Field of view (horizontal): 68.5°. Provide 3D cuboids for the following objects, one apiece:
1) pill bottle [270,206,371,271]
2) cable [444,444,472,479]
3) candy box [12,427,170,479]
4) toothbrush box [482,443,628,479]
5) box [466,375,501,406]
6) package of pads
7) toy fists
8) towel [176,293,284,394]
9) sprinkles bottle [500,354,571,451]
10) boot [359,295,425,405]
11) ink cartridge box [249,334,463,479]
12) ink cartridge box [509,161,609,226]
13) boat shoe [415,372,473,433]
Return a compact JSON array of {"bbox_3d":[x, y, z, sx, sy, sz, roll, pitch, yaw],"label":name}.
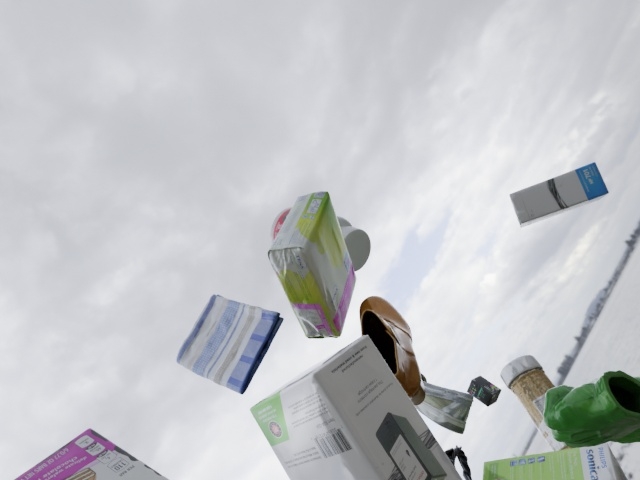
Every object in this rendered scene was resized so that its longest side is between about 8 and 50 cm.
[{"bbox_3d":[0.000,0.000,1.474,0.176,0.319,0.176,-12,-71,-40],"label":"pill bottle"},{"bbox_3d":[0.472,0.768,1.572,0.047,0.150,0.184,-34,-29,21],"label":"cable"},{"bbox_3d":[-0.204,0.281,0.415,0.159,0.234,0.071,-31,-56,-50],"label":"candy box"},{"bbox_3d":[0.497,0.570,0.994,0.122,0.283,0.206,58,-151,-9],"label":"toothbrush box"},{"bbox_3d":[0.541,0.497,1.555,0.062,0.083,0.052,-4,-64,-42],"label":"box"},{"bbox_3d":[-0.009,0.066,1.123,0.229,0.101,0.296,-67,-36,-48],"label":"package of pads"},{"bbox_3d":[0.469,0.264,0.741,0.279,0.096,0.142,8,-45,-28],"label":"toy fists"},{"bbox_3d":[-0.232,0.242,1.158,0.034,0.285,0.209,46,-117,-39],"label":"towel"},{"bbox_3d":[0.661,0.499,1.331,0.121,0.355,0.121,-13,-46,-13],"label":"sprinkles bottle"},{"bbox_3d":[0.127,0.186,0.976,0.104,0.295,0.211,-28,-44,6],"label":"boot"},{"bbox_3d":[0.051,0.299,0.644,0.115,0.272,0.198,-24,-13,-44],"label":"ink cartridge box"},{"bbox_3d":[0.557,-0.102,1.114,0.140,0.191,0.082,5,-114,-67],"label":"ink cartridge box"},{"bbox_3d":[0.272,0.389,1.240,0.118,0.320,0.103,28,-94,-23],"label":"boat shoe"}]
